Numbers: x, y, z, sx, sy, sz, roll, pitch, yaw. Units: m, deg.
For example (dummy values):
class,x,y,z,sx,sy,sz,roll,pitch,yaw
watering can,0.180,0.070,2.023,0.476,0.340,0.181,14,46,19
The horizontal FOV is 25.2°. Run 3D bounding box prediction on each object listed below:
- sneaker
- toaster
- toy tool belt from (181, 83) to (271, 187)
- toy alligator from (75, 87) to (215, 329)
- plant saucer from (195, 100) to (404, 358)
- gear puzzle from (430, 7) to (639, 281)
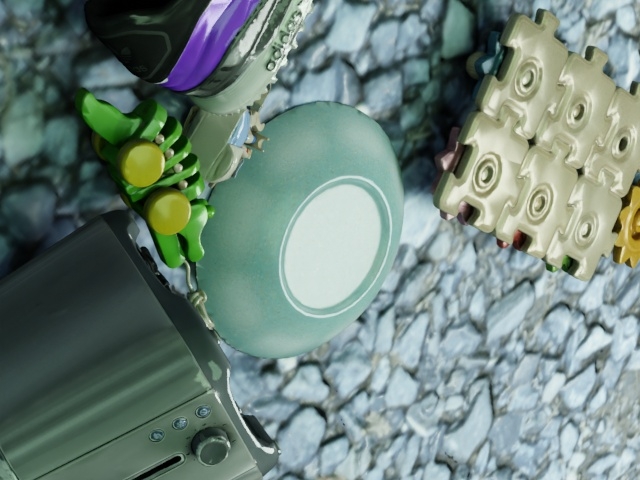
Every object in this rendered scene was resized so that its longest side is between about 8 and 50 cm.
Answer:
class,x,y,z,sx,sy,sz,roll,pitch,yaw
sneaker,-0.051,-0.226,0.832,0.146,0.102,0.293,18,95,-45
toaster,-0.134,0.081,0.827,0.146,0.227,0.129,-30,127,-9
toy tool belt,-0.059,-0.074,0.934,0.083,0.052,0.051,-63,167,2
toy alligator,-0.092,-0.026,0.899,0.051,0.056,0.190,-34,123,-12
plant saucer,0.000,0.000,1.022,0.195,0.037,0.195,-19,120,-36
gear puzzle,0.205,-0.063,1.186,0.339,0.044,0.175,23,89,-48
